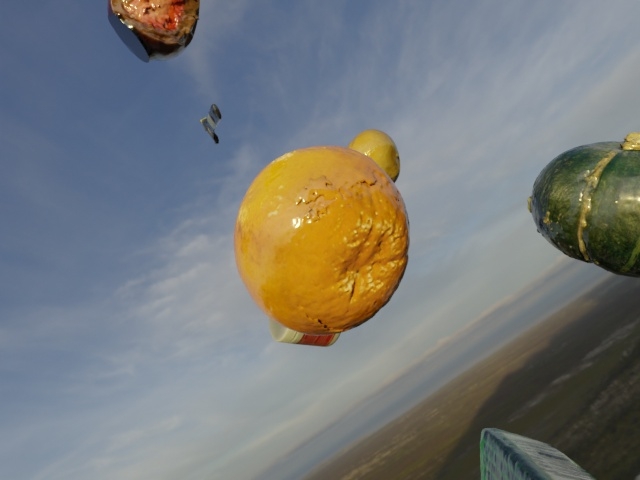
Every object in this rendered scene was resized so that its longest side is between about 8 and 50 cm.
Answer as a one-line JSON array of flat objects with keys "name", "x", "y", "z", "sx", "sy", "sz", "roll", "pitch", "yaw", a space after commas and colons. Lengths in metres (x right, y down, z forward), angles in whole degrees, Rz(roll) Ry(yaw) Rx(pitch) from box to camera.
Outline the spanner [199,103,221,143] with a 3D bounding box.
[{"name": "spanner", "x": -0.296, "y": -0.321, "z": 1.255, "sx": 0.024, "sy": 0.087, "sz": 0.316, "roll": -30, "pitch": 12, "yaw": -14}]

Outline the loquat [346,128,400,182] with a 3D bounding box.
[{"name": "loquat", "x": 0.144, "y": -0.208, "z": 1.236, "sx": 0.149, "sy": 0.205, "sz": 0.172, "roll": -23, "pitch": -28, "yaw": 7}]

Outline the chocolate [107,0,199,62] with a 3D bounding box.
[{"name": "chocolate", "x": -0.238, "y": -0.340, "z": 0.670, "sx": 0.133, "sy": 0.127, "sz": 0.124, "roll": -42, "pitch": -37, "yaw": -14}]

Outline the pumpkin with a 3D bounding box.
[{"name": "pumpkin", "x": 0.331, "y": -0.039, "z": 0.488, "sx": 0.190, "sy": 0.190, "sz": 0.146, "roll": -15, "pitch": -48, "yaw": -41}]

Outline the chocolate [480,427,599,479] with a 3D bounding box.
[{"name": "chocolate", "x": 0.424, "y": 0.580, "z": 0.861, "sx": 0.161, "sy": 0.342, "sz": 0.360, "roll": 2, "pitch": -6, "yaw": 4}]

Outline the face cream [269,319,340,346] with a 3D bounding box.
[{"name": "face cream", "x": -0.045, "y": 0.234, "z": 1.462, "sx": 0.187, "sy": 0.201, "sz": 0.201, "roll": 11, "pitch": -42, "yaw": -25}]

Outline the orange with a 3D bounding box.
[{"name": "orange", "x": 0.002, "y": -0.001, "z": 0.537, "sx": 0.219, "sy": 0.193, "sz": 0.219, "roll": -32, "pitch": -39, "yaw": -31}]
